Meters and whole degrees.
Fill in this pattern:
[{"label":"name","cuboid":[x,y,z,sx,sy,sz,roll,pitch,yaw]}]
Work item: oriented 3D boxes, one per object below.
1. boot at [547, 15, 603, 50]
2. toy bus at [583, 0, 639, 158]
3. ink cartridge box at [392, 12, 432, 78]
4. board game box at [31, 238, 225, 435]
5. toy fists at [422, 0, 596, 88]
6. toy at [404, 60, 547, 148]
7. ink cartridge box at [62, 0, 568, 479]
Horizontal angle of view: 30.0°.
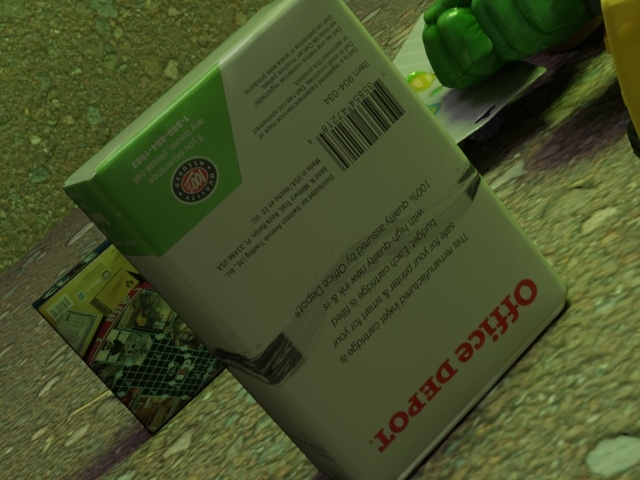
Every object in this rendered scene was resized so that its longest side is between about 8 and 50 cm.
[{"label":"boot","cuboid":[0.272,-0.305,1.291,0.211,0.104,0.295,-49,11,-9]},{"label":"toy bus","cuboid":[0.303,-0.167,0.837,0.212,0.149,0.220,-17,22,23]},{"label":"ink cartridge box","cuboid":[0.135,-0.216,1.518,0.179,0.045,0.145,-61,21,-10]},{"label":"board game box","cuboid":[-0.126,0.041,1.141,0.243,0.165,0.042,-42,16,-12]},{"label":"toy fists","cuboid":[0.178,-0.215,1.071,0.142,0.096,0.279,-42,9,-18]},{"label":"toy","cuboid":[0.140,-0.130,1.208,0.137,0.056,0.237,-40,23,0]},{"label":"ink cartridge box","cuboid":[0.000,0.000,0.788,0.198,0.273,0.115,-44,14,-16]}]
